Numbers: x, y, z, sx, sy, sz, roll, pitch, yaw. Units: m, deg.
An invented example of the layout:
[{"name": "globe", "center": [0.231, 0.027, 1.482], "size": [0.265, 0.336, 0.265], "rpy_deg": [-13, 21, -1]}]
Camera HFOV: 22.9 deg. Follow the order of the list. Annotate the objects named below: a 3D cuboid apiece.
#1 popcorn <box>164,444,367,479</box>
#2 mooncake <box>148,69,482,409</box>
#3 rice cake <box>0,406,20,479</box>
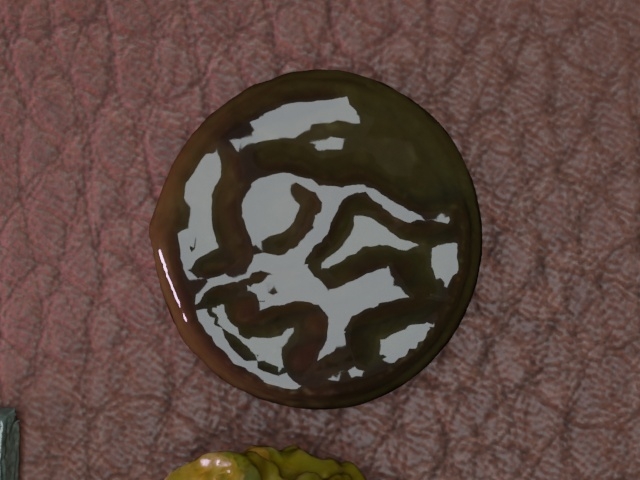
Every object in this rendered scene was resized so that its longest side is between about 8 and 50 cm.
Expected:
[{"name": "popcorn", "center": [-0.041, 0.283, 1.276], "size": [0.249, 0.225, 0.249], "rpy_deg": [0, 91, 0]}, {"name": "mooncake", "center": [0.000, 0.000, 1.332], "size": [0.285, 0.155, 0.284], "rpy_deg": [0, 86, 0]}, {"name": "rice cake", "center": [-0.284, 0.268, 1.371], "size": [0.045, 0.042, 0.245], "rpy_deg": [-2, 86, 14]}]
